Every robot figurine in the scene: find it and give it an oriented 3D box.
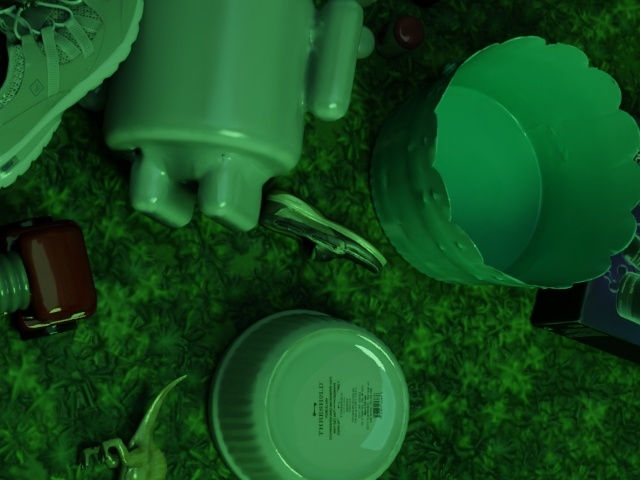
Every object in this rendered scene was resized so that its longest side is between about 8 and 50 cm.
[{"bbox_3d":[-0.109,-0.190,1.363,0.300,0.200,0.353,5,82,10],"label":"robot figurine"}]

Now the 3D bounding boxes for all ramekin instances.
[{"bbox_3d":[-0.005,0.173,1.424,0.207,0.109,0.207,3,83,-25],"label":"ramekin"}]

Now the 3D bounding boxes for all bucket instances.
[{"bbox_3d":[0.200,-0.076,1.505,0.281,0.183,0.281,3,84,-25],"label":"bucket"}]

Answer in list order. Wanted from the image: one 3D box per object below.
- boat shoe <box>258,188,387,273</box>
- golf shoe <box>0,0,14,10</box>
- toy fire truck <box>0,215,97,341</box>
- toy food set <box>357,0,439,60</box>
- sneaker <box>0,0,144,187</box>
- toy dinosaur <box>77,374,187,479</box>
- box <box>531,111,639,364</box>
[{"bbox_3d":[0.000,0.000,1.478,0.152,0.056,0.049,30,78,-9],"label":"boat shoe"},{"bbox_3d":[-0.280,-0.311,1.325,0.120,0.105,0.273,2,113,-36],"label":"golf shoe"},{"bbox_3d":[-0.306,0.023,1.222,0.217,0.246,0.158,-12,90,-25],"label":"toy fire truck"},{"bbox_3d":[0.100,-0.303,1.524,0.111,0.104,0.232,27,74,-20],"label":"toy food set"},{"bbox_3d":[-0.255,-0.180,1.228,0.281,0.105,0.115,-63,152,-23],"label":"sneaker"},{"bbox_3d":[-0.192,0.221,1.373,0.092,0.053,0.183,9,88,-40],"label":"toy dinosaur"},{"bbox_3d":[0.380,0.003,1.628,0.184,0.103,0.261,20,76,-25],"label":"box"}]
